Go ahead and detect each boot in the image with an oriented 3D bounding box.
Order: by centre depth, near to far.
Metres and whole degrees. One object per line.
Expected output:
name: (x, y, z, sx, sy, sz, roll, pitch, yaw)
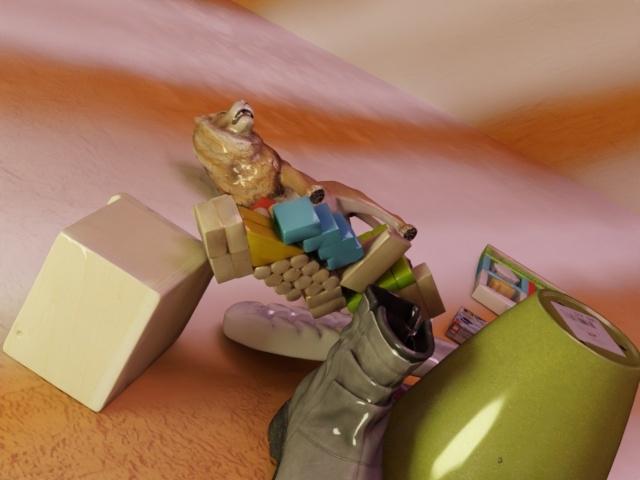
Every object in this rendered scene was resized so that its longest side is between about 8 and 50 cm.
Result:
boot: (0.038, 0.189, 1.181, 0.118, 0.223, 0.338, 24, 21, -22)

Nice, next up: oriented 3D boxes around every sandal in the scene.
sandal: (0.072, 0.164, 1.492, 0.416, 0.102, 0.169, 14, 8, -9)

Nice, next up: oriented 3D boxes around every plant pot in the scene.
plant pot: (0.212, 0.207, 1.286, 0.274, 0.293, 0.275, 27, 20, -11)

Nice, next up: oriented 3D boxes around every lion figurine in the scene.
lion figurine: (-0.027, -0.070, 1.878, 0.392, 0.142, 0.240, 32, 7, -43)

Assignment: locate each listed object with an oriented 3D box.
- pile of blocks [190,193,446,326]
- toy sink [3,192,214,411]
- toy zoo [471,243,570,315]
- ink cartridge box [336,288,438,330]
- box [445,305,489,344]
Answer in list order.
pile of blocks: (0.000, 0.000, 1.306, 0.362, 0.149, 0.113, 27, 28, -44)
toy sink: (-0.213, 0.050, 1.257, 0.131, 0.153, 0.234, 32, 21, 4)
toy zoo: (0.369, 0.108, 2.130, 0.192, 0.030, 0.293, 31, 20, 0)
ink cartridge box: (0.064, 0.090, 1.617, 0.104, 0.060, 0.180, 19, -18, -30)
box: (0.268, 0.163, 1.860, 0.137, 0.027, 0.094, 33, 19, 6)
